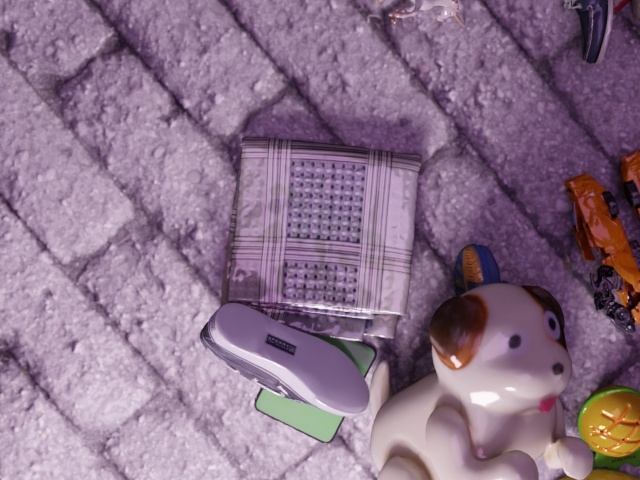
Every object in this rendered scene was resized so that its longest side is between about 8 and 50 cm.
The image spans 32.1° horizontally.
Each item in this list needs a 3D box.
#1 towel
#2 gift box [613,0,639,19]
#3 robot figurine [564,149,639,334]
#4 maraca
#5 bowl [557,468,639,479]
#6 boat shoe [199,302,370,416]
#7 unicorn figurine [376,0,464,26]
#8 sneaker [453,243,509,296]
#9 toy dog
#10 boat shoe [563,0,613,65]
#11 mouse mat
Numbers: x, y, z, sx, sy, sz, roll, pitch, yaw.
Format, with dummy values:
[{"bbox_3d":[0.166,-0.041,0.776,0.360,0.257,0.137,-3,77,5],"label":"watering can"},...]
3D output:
[{"bbox_3d":[0.000,0.000,1.849,0.312,0.056,0.324,7,95,-1],"label":"towel"},{"bbox_3d":[0.608,-0.437,1.724,0.255,0.258,0.276,-5,115,-2],"label":"gift box"},{"bbox_3d":[0.527,0.008,1.846,0.211,0.085,0.291,-22,95,2],"label":"robot figurine"},{"bbox_3d":[0.501,0.320,1.873,0.127,0.099,0.186,-14,121,9],"label":"maraca"},{"bbox_3d":[0.474,0.540,1.839,0.289,0.156,0.289,1,93,9],"label":"bowl"},{"bbox_3d":[-0.062,0.211,1.844,0.301,0.102,0.108,28,53,-14],"label":"boat shoe"},{"bbox_3d":[0.155,-0.399,1.810,0.111,0.060,0.162,-32,90,-8],"label":"unicorn figurine"},{"bbox_3d":[0.316,0.134,1.856,0.131,0.112,0.296,-20,103,-10],"label":"sneaker"},{"bbox_3d":[0.250,0.253,1.711,0.284,0.395,0.408,1,128,-26],"label":"toy dog"},{"bbox_3d":[0.432,-0.412,1.797,0.079,0.095,0.254,2,94,-3],"label":"boat shoe"},{"bbox_3d":[-0.009,0.238,1.900,0.152,0.007,0.190,27,96,-3],"label":"mouse mat"}]
